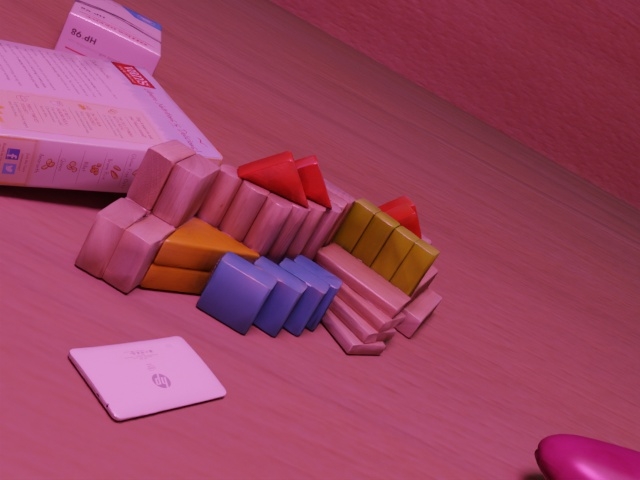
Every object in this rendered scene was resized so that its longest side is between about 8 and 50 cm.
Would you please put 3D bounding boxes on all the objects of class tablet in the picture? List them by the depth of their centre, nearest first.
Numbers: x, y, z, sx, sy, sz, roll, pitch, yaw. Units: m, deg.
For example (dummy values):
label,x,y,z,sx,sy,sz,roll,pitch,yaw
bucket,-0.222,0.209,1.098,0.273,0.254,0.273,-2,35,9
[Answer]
label,x,y,z,sx,sy,sz,roll,pitch,yaw
tablet,-0.097,0.077,0.428,0.054,0.006,0.083,43,24,29

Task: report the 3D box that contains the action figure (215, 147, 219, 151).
label,x,y,z,sx,sy,sz,roll,pitch,yaw
action figure,-0.131,-0.063,0.670,0.038,0.030,0.115,28,25,9

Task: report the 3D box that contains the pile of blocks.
label,x,y,z,sx,sy,sz,roll,pitch,yaw
pile of blocks,0.000,0.000,0.586,0.362,0.113,0.149,7,31,-47

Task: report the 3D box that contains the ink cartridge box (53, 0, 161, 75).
label,x,y,z,sx,sy,sz,roll,pitch,yaw
ink cartridge box,-0.236,-0.218,0.834,0.104,0.060,0.180,22,22,-23

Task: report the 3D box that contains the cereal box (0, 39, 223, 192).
label,x,y,z,sx,sy,sz,roll,pitch,yaw
cereal box,-0.218,-0.101,0.581,0.240,0.047,0.173,3,33,-41

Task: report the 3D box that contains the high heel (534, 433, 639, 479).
label,x,y,z,sx,sy,sz,roll,pitch,yaw
high heel,0.344,0.194,0.511,0.377,0.181,0.127,29,21,-5
